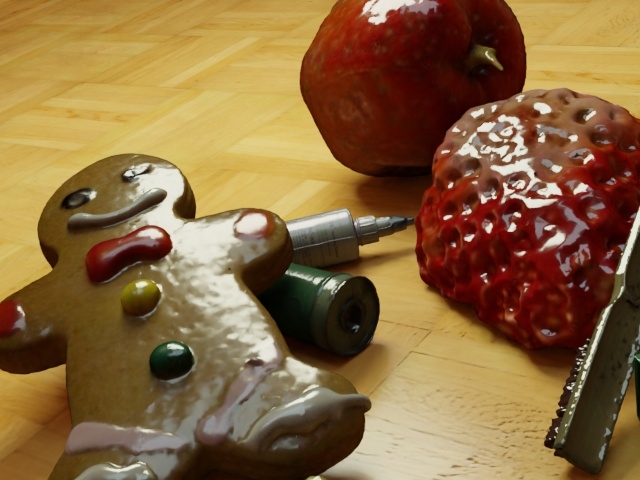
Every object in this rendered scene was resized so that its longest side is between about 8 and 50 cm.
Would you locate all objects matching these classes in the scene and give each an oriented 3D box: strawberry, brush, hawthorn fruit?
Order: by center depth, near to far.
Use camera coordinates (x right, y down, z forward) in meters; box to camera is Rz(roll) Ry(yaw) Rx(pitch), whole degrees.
[{"bbox_3d":[0.226,0.065,0.825,0.036,0.043,0.248,-34,24,57],"label":"brush"},{"bbox_3d":[0.217,-0.035,0.993,0.265,0.149,0.336,-9,28,3],"label":"strawberry"},{"bbox_3d":[0.107,-0.192,1.226,0.262,0.258,0.258,-43,4,38],"label":"hawthorn fruit"}]

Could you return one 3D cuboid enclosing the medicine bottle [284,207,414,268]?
[{"bbox_3d":[0.000,0.000,1.112,0.199,0.057,0.057,-13,26,-1],"label":"medicine bottle"}]

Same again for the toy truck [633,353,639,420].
[{"bbox_3d":[0.311,0.102,0.776,0.147,0.065,0.079,-18,28,-11],"label":"toy truck"}]

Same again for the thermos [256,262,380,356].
[{"bbox_3d":[-0.038,0.057,1.010,0.188,0.083,0.073,13,5,42],"label":"thermos"}]

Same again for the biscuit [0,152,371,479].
[{"bbox_3d":[-0.152,0.049,0.915,0.283,0.064,0.432,-19,44,-7],"label":"biscuit"}]

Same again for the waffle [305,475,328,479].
[{"bbox_3d":[-0.038,0.244,0.652,0.291,0.051,0.291,-9,28,5],"label":"waffle"}]
